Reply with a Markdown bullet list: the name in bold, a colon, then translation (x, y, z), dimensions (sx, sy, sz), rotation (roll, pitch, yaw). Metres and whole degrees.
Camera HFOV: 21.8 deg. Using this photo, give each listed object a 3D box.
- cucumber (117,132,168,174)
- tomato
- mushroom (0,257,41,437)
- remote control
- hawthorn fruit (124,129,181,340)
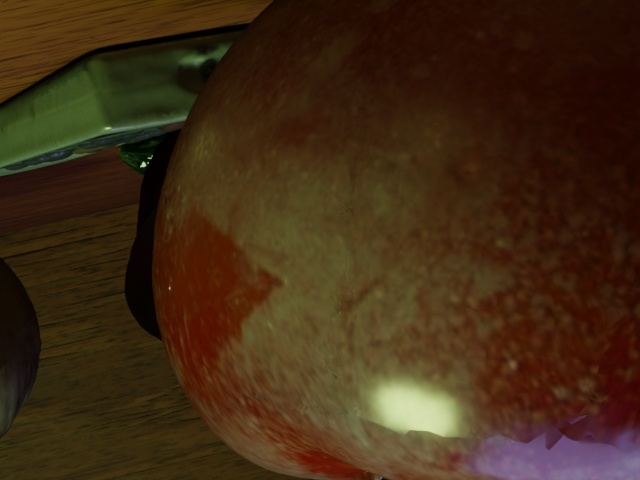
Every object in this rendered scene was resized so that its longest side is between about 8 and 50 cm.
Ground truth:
- **cucumber**: translation (-0.039, -0.079, 1.183), dimensions (0.214, 0.052, 0.058), rotation (-11, -152, -16)
- **tomato**: translation (0.074, -0.009, 0.635), dimensions (0.270, 0.227, 0.270), rotation (4, 172, 1)
- **mushroom**: translation (-0.391, 0.141, 1.323), dimensions (0.362, 0.294, 0.362), rotation (-17, -159, 7)
- **remote control**: translation (-0.113, -0.064, 0.887), dimensions (0.123, 0.038, 0.285), rotation (-14, -179, -29)
- **hawthorn fruit**: translation (0.000, 0.000, 1.089), dimensions (0.215, 0.215, 0.249), rotation (-12, 158, 25)
